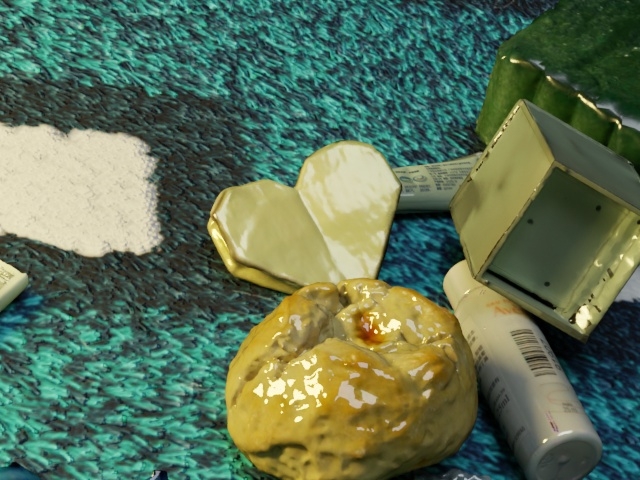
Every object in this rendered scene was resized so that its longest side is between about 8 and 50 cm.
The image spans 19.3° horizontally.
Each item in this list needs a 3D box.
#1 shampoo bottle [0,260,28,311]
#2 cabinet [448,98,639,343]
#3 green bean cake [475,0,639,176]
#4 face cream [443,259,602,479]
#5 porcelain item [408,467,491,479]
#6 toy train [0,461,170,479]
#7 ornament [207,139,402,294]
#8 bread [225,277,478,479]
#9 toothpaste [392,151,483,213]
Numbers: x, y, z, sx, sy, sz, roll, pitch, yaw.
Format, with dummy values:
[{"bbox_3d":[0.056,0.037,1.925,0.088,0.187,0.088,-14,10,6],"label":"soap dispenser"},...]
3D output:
[{"bbox_3d":[-0.331,0.066,1.772,0.049,0.034,0.141,29,40,7],"label":"shampoo bottle"},{"bbox_3d":[0.240,-0.021,1.906,0.150,0.145,0.206,30,17,-13],"label":"cabinet"},{"bbox_3d":[0.374,-0.145,2.165,0.308,0.169,0.300,36,44,24],"label":"green bean cake"},{"bbox_3d":[0.188,0.120,1.837,0.082,0.082,0.269,-2,42,-21],"label":"face cream"},{"bbox_3d":[0.122,0.227,1.728,0.083,0.028,0.036,13,54,-5],"label":"porcelain item"},{"bbox_3d":[-0.189,0.304,1.305,0.300,0.265,0.188,12,26,-50],"label":"toy train"},{"bbox_3d":[0.000,0.000,1.929,0.201,0.059,0.180,-23,74,-22],"label":"ornament"},{"bbox_3d":[0.031,0.126,1.723,0.244,0.134,0.244,5,32,-3],"label":"bread"},{"bbox_3d":[0.076,-0.054,2.047,0.268,0.047,0.069,-6,38,-26],"label":"toothpaste"}]
